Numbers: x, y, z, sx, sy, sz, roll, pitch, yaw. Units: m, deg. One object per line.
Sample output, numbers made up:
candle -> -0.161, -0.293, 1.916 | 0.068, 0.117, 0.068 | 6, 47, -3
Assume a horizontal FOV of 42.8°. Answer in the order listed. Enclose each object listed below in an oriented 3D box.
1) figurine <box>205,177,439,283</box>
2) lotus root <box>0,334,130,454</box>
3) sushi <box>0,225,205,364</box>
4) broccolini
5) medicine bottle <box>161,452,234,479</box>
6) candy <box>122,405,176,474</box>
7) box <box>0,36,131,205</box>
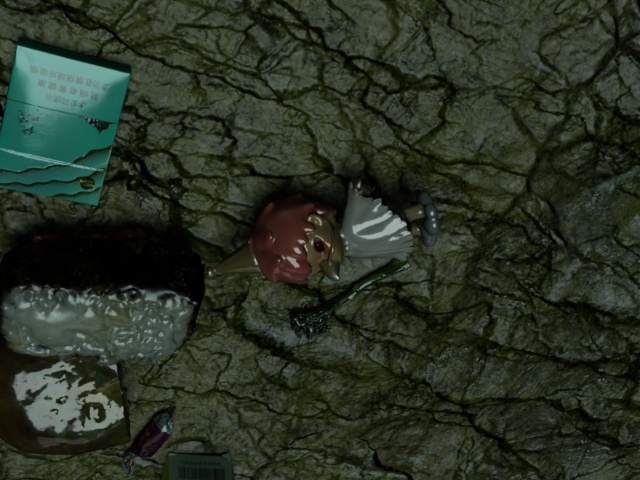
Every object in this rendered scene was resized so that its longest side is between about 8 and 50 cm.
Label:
figurine -> 0.000, 0.000, 1.344 | 0.387, 0.166, 0.207 | -13, 149, -9
lotus root -> -0.470, 0.259, 1.402 | 0.260, 0.149, 0.266 | -6, 120, -12
sushi -> -0.359, 0.087, 1.299 | 0.344, 0.182, 0.196 | 3, 125, -12
broccolini -> 0.058, 0.109, 1.503 | 0.254, 0.057, 0.071 | -30, 167, 9
medicine bottle -> -0.262, 0.564, 1.659 | 0.137, 0.141, 0.250 | 8, 119, -16
candy -> -0.326, 0.384, 1.580 | 0.043, 0.045, 0.175 | 24, 114, -41
box -> -0.385, -0.169, 1.207 | 0.161, 0.042, 0.226 | 12, 117, -21
